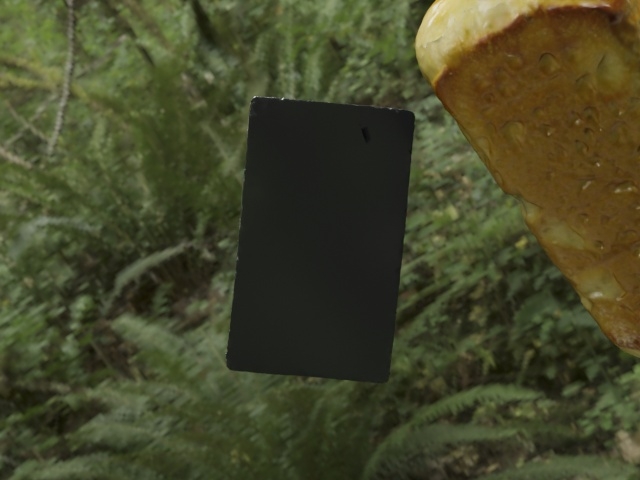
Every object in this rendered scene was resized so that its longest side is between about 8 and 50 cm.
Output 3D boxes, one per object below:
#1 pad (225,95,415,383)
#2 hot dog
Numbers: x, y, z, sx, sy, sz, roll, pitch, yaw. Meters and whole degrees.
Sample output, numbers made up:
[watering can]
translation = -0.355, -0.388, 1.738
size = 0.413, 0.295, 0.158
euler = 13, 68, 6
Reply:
[pad]
translation = 0.000, 0.000, 1.025
size = 0.159, 0.265, 0.009
euler = 6, 2, 1
[hot dog]
translation = 0.261, -0.094, 0.927
size = 0.185, 0.405, 0.223
euler = -25, 25, 33
